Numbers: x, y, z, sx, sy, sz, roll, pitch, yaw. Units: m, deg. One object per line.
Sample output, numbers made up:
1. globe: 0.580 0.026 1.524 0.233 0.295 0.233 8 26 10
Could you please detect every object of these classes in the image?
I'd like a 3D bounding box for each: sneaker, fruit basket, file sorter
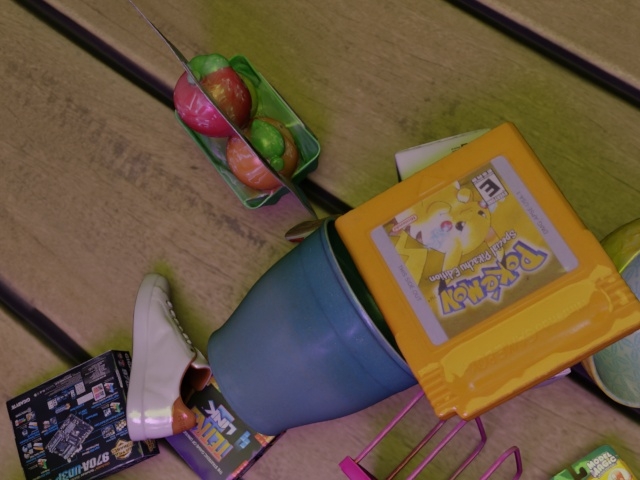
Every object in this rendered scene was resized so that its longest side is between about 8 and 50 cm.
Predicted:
1. sneaker: -0.229 0.175 1.253 0.123 0.106 0.290 -4 52 -3
2. fruit basket: -0.126 -0.197 1.229 0.165 0.353 0.327 -38 72 -2
3. file sorter: 0.207 0.356 1.074 0.182 0.202 0.291 -45 60 -7
4. sneaker: 0.000 0.000 1.317 0.118 0.067 0.042 -12 30 36

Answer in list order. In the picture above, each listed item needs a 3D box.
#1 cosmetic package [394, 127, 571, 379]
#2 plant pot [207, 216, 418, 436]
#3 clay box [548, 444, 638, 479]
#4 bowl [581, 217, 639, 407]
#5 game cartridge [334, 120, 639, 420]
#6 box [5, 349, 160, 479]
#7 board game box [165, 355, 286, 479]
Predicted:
1. cosmetic package: 0.231 0.046 1.189 0.155 0.197 0.365 -14 72 4
2. plant pot: -0.014 0.148 1.174 0.255 0.272 0.271 -34 72 13
3. clay box: 0.419 0.413 1.130 0.127 0.053 0.222 -32 71 0
4. bowl: 0.458 0.075 1.147 0.289 0.289 0.156 -39 31 -3
5. game cartridge: 0.209 0.037 1.044 0.285 0.052 0.323 -30 62 4
6. box: -0.378 0.294 1.265 0.220 0.051 0.175 -27 72 14
7. board game box: -0.163 0.287 1.259 0.170 0.048 0.141 43 83 17
